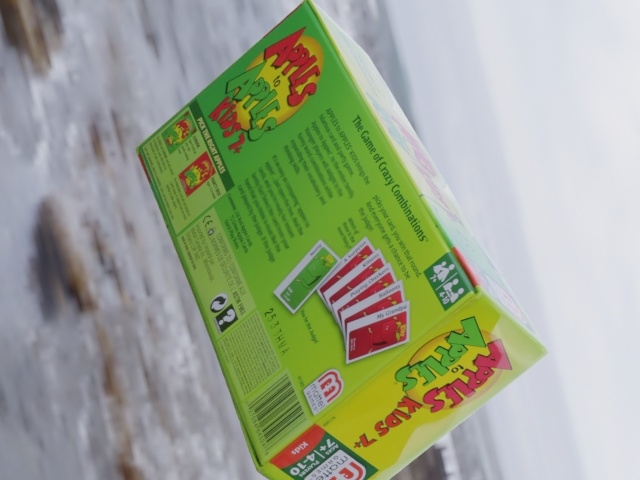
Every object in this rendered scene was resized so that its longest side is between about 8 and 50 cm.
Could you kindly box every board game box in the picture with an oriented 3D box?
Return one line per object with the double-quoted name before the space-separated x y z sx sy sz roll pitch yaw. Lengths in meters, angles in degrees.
"board game box" 0.000 0.000 0.600 0.043 0.092 0.181 40 16 -40
